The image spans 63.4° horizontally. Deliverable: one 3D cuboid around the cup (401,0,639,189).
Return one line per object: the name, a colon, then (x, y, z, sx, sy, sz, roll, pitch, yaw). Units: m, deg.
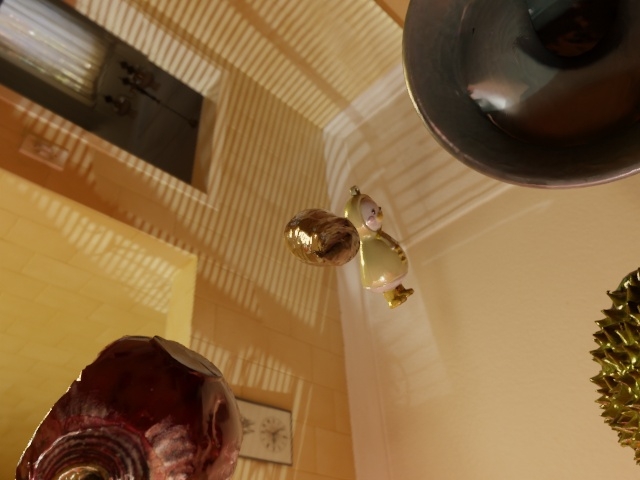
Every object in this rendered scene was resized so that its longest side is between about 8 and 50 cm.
cup: (0.175, -0.128, 0.366, 0.199, 0.150, 0.199, -1, -91, 28)

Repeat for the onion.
onion: (-0.189, 0.229, 0.615, 0.206, 0.207, 0.216, -59, 180, -4)

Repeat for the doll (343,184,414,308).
doll: (0.133, 0.011, 1.209, 0.117, 0.141, 0.296, -10, -78, 38)

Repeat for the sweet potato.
sweet potato: (0.006, 0.000, 1.066, 0.130, 0.131, 0.423, -61, -165, 0)

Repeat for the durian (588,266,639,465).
durian: (0.360, 0.107, 0.426, 0.291, 0.291, 0.224, -43, -102, 24)
